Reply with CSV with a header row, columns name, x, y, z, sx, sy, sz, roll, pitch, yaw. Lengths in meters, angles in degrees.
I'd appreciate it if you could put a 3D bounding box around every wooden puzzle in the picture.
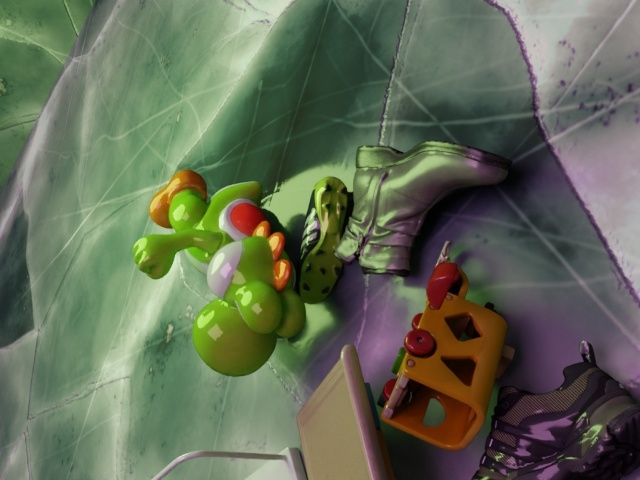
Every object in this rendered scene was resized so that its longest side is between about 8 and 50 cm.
name,x,y,z,sx,sy,sz,roll,pitch,yaw
wooden puzzle,0.032,0.258,0.695,0.238,0.044,0.221,112,150,-52

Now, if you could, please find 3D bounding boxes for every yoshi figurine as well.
name,x,y,z,sx,sy,sz,roll,pitch,yaw
yoshi figurine,-0.144,0.054,0.907,0.362,0.203,0.203,-132,28,-52

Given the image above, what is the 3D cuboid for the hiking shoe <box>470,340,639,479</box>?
name,x,y,z,sx,sy,sz,roll,pitch,yaw
hiking shoe,0.191,0.198,0.594,0.227,0.086,0.114,-45,34,19

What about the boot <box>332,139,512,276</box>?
name,x,y,z,sx,sy,sz,roll,pitch,yaw
boot,0.115,-0.030,0.764,0.246,0.083,0.161,7,85,56

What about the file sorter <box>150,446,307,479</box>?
name,x,y,z,sx,sy,sz,roll,pitch,yaw
file sorter,-0.111,0.415,0.755,0.193,0.173,0.277,-45,48,28

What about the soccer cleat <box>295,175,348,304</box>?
name,x,y,z,sx,sy,sz,roll,pitch,yaw
soccer cleat,0.000,0.000,0.890,0.072,0.060,0.179,177,105,-71

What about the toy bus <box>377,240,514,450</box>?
name,x,y,z,sx,sy,sz,roll,pitch,yaw
toy bus,0.138,0.107,0.647,0.104,0.191,0.202,23,91,10
